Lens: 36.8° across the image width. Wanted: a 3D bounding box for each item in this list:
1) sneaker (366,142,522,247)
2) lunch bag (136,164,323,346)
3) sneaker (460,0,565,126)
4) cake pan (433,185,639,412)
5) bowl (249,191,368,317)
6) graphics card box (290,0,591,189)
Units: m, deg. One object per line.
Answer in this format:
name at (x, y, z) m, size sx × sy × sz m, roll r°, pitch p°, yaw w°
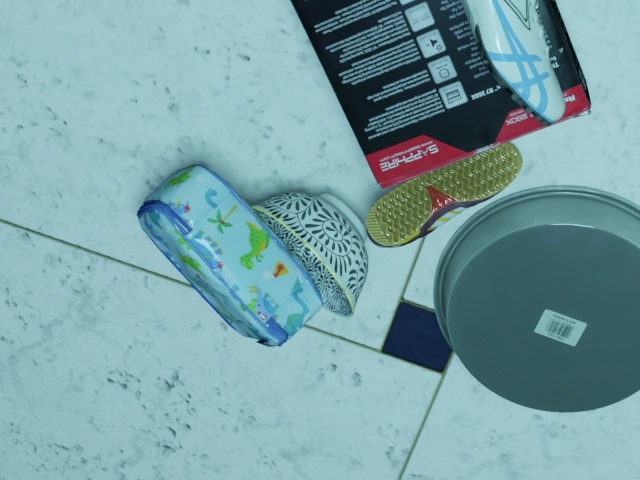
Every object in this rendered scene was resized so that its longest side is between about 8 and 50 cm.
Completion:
sneaker at (0.131, -0.052, 1.054) m, size 0.185 × 0.084 × 0.070 m, roll -27°, pitch 85°, yaw 0°
lunch bag at (-0.106, 0.020, 1.088) m, size 0.090 × 0.176 × 0.219 m, roll -45°, pitch 106°, yaw -14°
sneaker at (0.164, -0.205, 0.843) m, size 0.086 × 0.085 × 0.237 m, roll -29°, pitch 112°, yaw 13°
cake pan at (0.272, 0.080, 1.093) m, size 0.293 × 0.054 × 0.293 m, roll 6°, pitch 120°, yaw 10°
bowl at (0.000, 0.000, 1.083) m, size 0.080 × 0.170 × 0.170 m, roll -44°, pitch 106°, yaw -16°
graphics card box at (0.089, -0.258, 0.928) m, size 0.232 × 0.094 × 0.371 m, roll -20°, pitch 113°, yaw 21°
